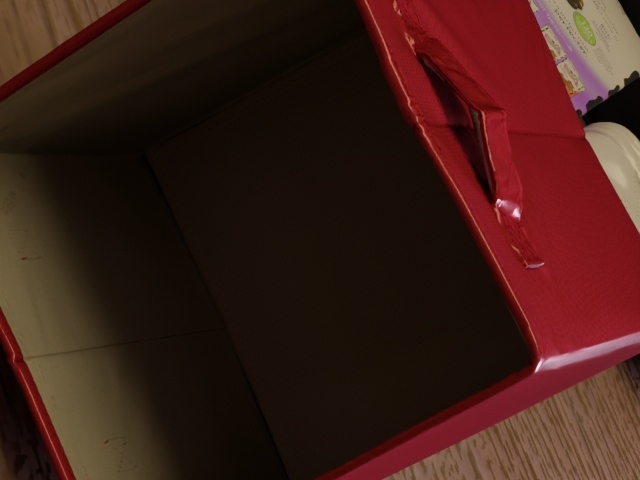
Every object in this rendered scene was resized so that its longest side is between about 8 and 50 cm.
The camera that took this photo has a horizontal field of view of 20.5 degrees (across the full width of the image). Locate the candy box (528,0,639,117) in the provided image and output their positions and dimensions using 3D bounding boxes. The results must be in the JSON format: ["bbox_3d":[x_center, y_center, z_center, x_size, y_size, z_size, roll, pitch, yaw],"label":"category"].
[{"bbox_3d":[0.113,-0.143,1.098,0.165,0.070,0.196,59,32,0],"label":"candy box"}]

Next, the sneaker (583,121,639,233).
[{"bbox_3d":[0.191,0.031,1.070,0.094,0.080,0.212,-20,73,-46],"label":"sneaker"}]

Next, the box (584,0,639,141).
[{"bbox_3d":[0.312,-0.131,1.154,0.295,0.293,0.073,62,30,4],"label":"box"}]

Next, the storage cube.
[{"bbox_3d":[0.000,0.000,0.691,0.193,0.215,0.184,-5,67,-63],"label":"storage cube"}]
